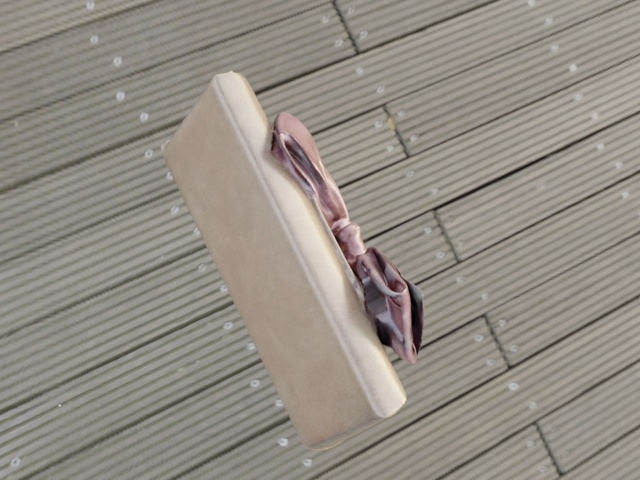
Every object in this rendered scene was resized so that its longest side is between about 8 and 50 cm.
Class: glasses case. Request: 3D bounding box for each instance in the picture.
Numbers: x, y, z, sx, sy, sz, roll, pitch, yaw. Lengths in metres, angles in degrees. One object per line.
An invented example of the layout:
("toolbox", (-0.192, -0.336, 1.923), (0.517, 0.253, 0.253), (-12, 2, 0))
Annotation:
("glasses case", (0.000, 0.000, 0.447), (0.070, 0.102, 0.193), (-21, 79, -36))
